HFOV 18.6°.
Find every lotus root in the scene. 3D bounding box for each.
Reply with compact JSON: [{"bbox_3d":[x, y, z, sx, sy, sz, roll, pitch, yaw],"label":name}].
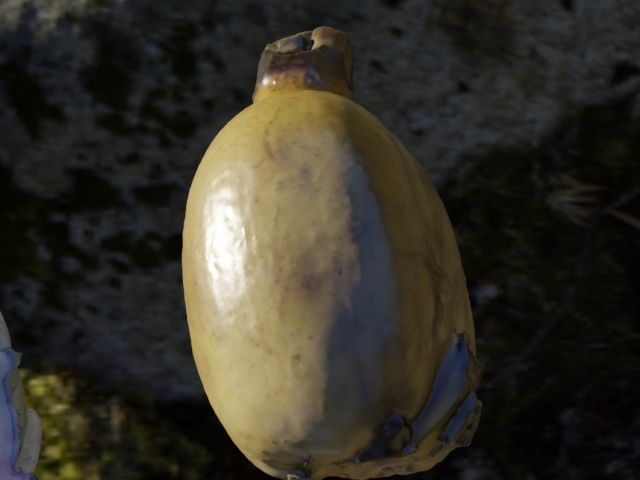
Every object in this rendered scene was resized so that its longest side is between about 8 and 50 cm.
[{"bbox_3d":[0.000,0.000,1.181,0.183,0.183,0.310,-23,61,27],"label":"lotus root"}]

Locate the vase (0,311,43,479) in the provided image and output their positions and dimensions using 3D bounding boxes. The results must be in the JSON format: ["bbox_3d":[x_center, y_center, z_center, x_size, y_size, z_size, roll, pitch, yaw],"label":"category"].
[{"bbox_3d":[-0.349,0.125,1.408,0.445,0.250,0.250,-179,92,-71],"label":"vase"}]
